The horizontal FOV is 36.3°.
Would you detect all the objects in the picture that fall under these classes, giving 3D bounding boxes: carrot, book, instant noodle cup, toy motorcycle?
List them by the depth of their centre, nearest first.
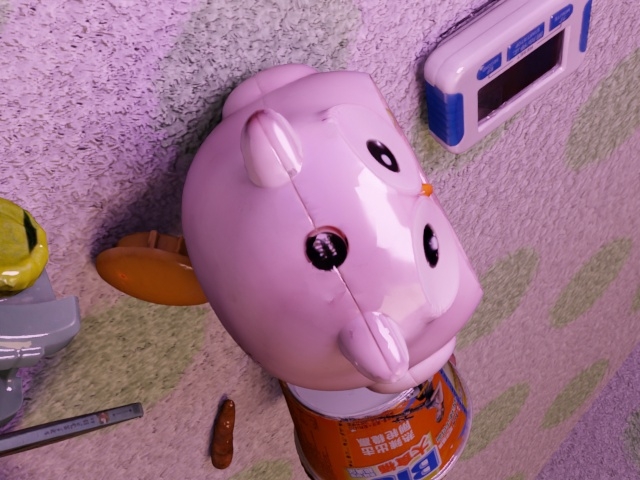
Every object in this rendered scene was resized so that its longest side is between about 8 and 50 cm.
[{"bbox_3d":[-0.376,0.092,0.795,0.326,0.200,0.191,-4,148,-43],"label":"toy motorcycle"},{"bbox_3d":[-0.347,0.216,1.008,0.215,0.025,0.283,-18,172,26],"label":"book"},{"bbox_3d":[0.070,0.215,1.443,0.296,0.296,0.214,-38,141,-13],"label":"instant noodle cup"},{"bbox_3d":[-0.148,0.297,1.499,0.036,0.035,0.165,-24,141,-32],"label":"carrot"}]

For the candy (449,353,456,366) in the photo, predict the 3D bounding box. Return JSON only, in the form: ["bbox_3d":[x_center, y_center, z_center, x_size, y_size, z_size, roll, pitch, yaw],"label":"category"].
[{"bbox_3d":[0.137,0.267,1.750,0.255,0.094,0.255,-31,146,-24],"label":"candy"}]

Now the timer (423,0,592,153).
[{"bbox_3d":[0.243,-0.242,1.288,0.253,0.078,0.178,-36,151,-13],"label":"timer"}]

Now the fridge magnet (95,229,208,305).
[{"bbox_3d":[-0.175,0.033,1.075,0.143,0.143,0.063,50,44,-60],"label":"fridge magnet"}]

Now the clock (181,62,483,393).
[{"bbox_3d":[0.000,0.000,0.988,0.250,0.368,0.377,-27,-178,7],"label":"clock"}]
